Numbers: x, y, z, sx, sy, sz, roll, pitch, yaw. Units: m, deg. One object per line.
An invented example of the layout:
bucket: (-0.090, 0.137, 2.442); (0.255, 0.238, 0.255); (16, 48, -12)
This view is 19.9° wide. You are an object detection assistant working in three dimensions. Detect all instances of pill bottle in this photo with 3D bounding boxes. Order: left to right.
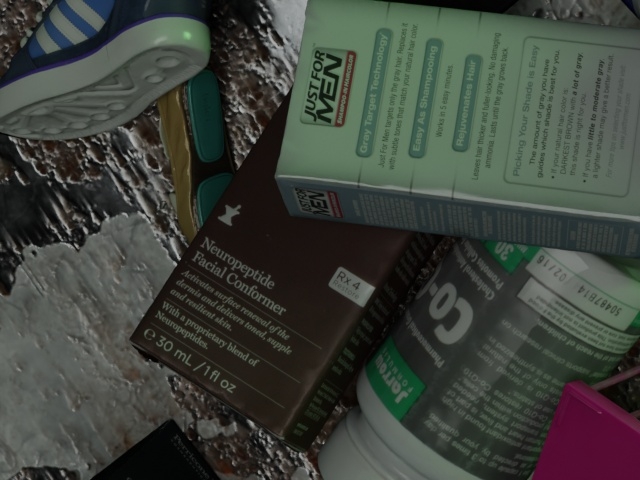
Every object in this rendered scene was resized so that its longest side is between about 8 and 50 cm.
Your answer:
pill bottle: (0.166, 0.130, 1.832); (0.204, 0.204, 0.361); (36, 106, 5)

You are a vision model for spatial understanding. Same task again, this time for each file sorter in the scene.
file sorter: (0.328, 0.289, 1.787); (0.202, 0.182, 0.291); (35, 124, 34)

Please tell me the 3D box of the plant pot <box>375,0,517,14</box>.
plant pot: (0.087, -0.288, 1.765); (0.187, 0.188, 0.167); (20, 130, -22)

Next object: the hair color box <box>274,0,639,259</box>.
hair color box: (0.160, -0.102, 1.674); (0.374, 0.113, 0.185); (8, 73, 8)

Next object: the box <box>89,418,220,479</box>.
box: (-0.162, 0.409, 1.914); (0.179, 0.312, 0.343); (-38, 90, 18)

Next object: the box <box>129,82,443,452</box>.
box: (0.000, 0.000, 1.810); (0.191, 0.143, 0.381); (31, 84, 14)

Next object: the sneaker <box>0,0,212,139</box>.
sneaker: (-0.235, -0.256, 1.917); (0.322, 0.130, 0.236); (-21, 66, 40)

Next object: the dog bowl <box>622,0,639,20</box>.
dog bowl: (0.377, -0.304, 1.657); (0.265, 0.265, 0.104); (-49, 56, 17)

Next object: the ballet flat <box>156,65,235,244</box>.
ballet flat: (-0.131, -0.075, 1.946); (0.073, 0.080, 0.232); (0, 100, 42)
